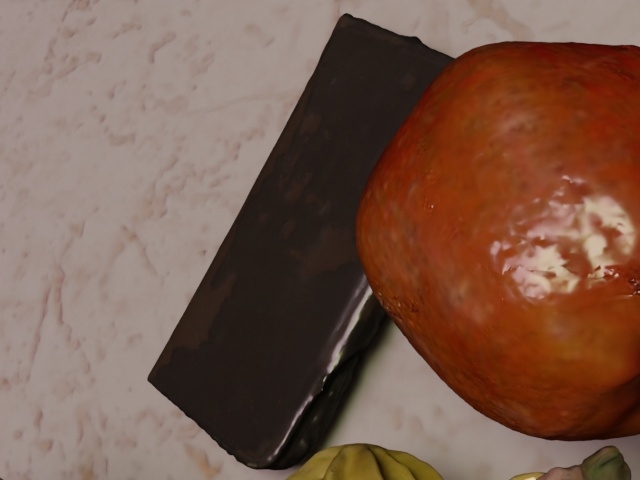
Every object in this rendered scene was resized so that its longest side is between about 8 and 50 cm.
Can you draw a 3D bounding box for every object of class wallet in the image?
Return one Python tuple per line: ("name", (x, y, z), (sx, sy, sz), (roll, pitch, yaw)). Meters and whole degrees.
("wallet", (0.000, 0.000, 0.935), (0.165, 0.042, 0.310), (30, 92, 41))

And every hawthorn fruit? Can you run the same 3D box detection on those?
("hawthorn fruit", (0.140, 0.016, 0.699), (0.211, 0.211, 0.299), (-48, 37, 13))

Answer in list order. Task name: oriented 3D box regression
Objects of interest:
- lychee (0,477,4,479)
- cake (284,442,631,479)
("lychee", (-0.249, 0.319, 0.805), (0.380, 0.380, 0.432), (65, 145, 33))
("cake", (0.059, 0.238, 0.689), (0.227, 0.222, 0.286), (-8, 69, 33))
